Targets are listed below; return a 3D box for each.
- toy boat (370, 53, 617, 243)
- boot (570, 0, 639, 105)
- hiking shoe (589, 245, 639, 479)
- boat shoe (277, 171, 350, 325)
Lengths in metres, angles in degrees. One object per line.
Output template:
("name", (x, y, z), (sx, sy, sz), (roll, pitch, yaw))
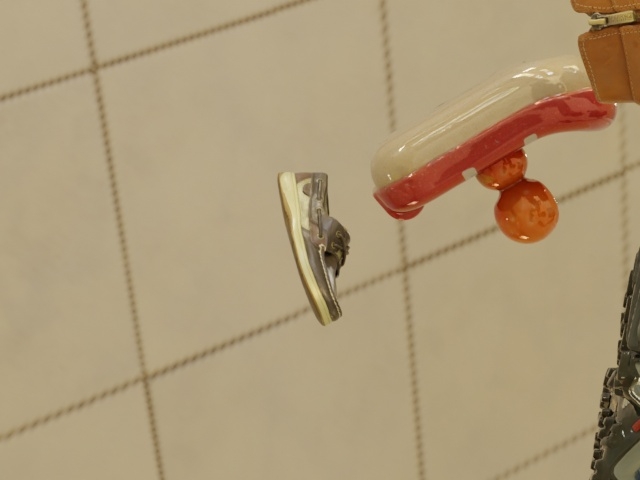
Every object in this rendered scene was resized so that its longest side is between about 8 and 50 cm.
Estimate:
("toy boat", (0.166, -0.067, 1.596), (0.231, 0.151, 0.151), (-30, 95, 6))
("boot", (0.300, -0.120, 1.320), (0.109, 0.220, 0.284), (-21, 98, -54))
("hiking shoe", (0.255, 0.120, 1.187), (0.304, 0.132, 0.113), (88, 13, -58))
("boat shoe", (0.000, 0.000, 1.447), (0.049, 0.152, 0.056), (-15, 146, -1))
